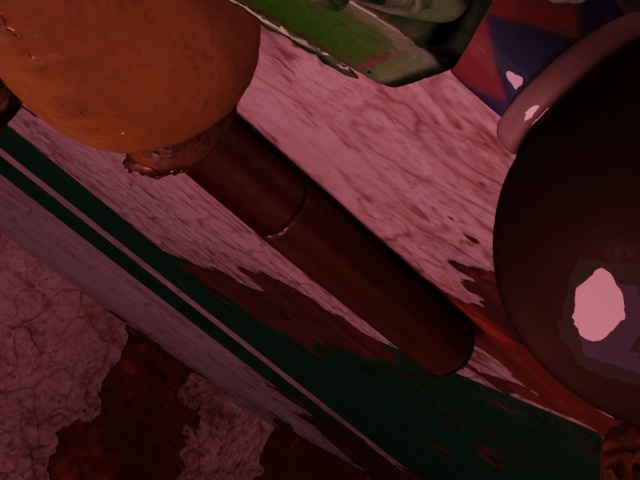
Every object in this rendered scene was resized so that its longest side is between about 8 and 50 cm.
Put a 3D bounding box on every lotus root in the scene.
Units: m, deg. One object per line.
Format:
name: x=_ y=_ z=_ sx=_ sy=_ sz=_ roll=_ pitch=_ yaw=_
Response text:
lotus root: x=-0.111 y=-0.133 z=0.657 sx=0.146 sy=0.131 sz=0.303 roll=52 pitch=180 yaw=34

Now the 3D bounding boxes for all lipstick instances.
lipstick: x=0.000 y=0.000 z=1.091 sx=0.356 sy=0.057 sz=0.057 roll=39 pitch=166 yaw=-34

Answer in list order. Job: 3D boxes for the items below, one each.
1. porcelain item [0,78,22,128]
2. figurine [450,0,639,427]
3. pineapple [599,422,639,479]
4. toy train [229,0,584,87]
porcelain item: x=-0.296 y=-0.163 z=1.056 sx=0.186 sy=0.138 sz=0.288 roll=50 pitch=172 yaw=-2
figurine: x=0.162 y=0.004 z=0.503 sx=0.275 sy=0.161 sz=0.158 roll=28 pitch=127 yaw=10
pineapple: x=0.332 y=0.211 z=0.843 sx=0.362 sy=0.202 sz=0.202 roll=6 pitch=155 yaw=36
toy train: x=-0.026 y=-0.142 z=0.399 sx=0.243 sy=0.132 sz=0.188 roll=30 pitch=176 yaw=-11
